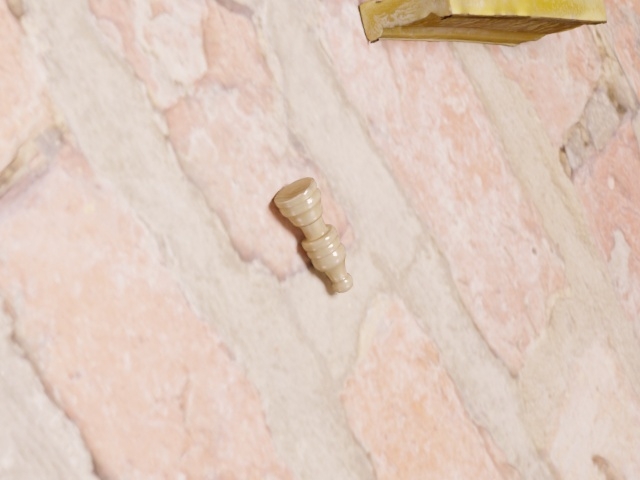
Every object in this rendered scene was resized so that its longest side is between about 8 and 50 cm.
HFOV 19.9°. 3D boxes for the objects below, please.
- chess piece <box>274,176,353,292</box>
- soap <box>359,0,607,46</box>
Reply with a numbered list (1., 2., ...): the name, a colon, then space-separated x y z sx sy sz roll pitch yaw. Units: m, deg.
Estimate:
1. chess piece: 0.000 0.000 1.375 0.035 0.035 0.092 -51 121 -46
2. soap: 0.144 -0.194 1.566 0.252 0.092 0.037 -7 86 -51
